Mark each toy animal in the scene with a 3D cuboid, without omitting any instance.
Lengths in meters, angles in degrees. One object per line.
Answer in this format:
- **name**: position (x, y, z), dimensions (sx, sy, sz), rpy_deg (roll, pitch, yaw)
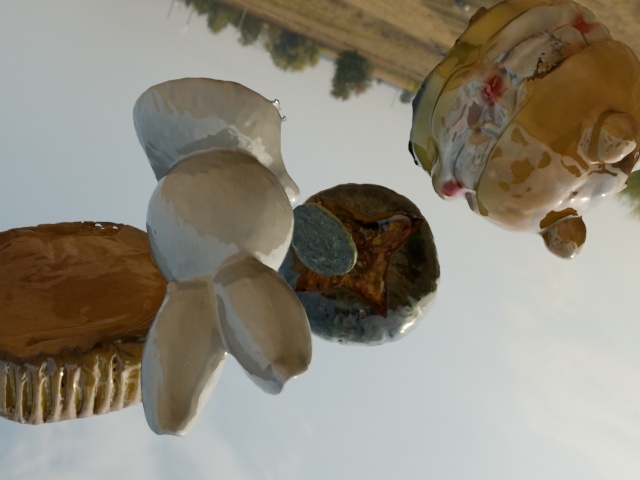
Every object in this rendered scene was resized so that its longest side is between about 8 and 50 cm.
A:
- **toy animal**: position (-0.061, 0.018, 0.486), dimensions (0.103, 0.221, 0.131), rpy_deg (-8, 156, 2)

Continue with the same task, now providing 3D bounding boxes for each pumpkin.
- **pumpkin**: position (0.052, 0.036, 1.065), dimensions (0.238, 0.238, 0.159), rpy_deg (27, 167, 20)

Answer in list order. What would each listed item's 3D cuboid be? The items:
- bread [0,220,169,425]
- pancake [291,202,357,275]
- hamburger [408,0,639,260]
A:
- **bread**: position (-0.211, 0.071, 0.655), dimensions (0.199, 0.104, 0.199), rpy_deg (9, -145, -7)
- **pancake**: position (-0.001, -0.001, 0.935), dimensions (0.108, 0.108, 0.017), rpy_deg (28, -138, 21)
- **hamburger**: position (0.265, -0.129, 0.883), dimensions (0.276, 0.276, 0.237), rpy_deg (7, -147, -50)
